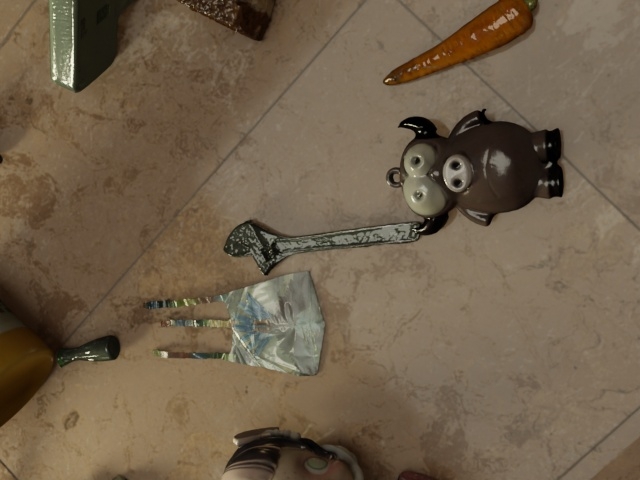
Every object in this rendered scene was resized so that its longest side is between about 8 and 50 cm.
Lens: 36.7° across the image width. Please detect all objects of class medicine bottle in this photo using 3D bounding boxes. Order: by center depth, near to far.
[{"bbox_3d":[-0.608,0.193,1.606,0.232,0.238,0.238,43,105,9],"label":"medicine bottle"}]

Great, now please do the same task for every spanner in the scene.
[{"bbox_3d":[0.000,0.000,1.522,0.325,0.026,0.093,-7,92,15],"label":"spanner"}]

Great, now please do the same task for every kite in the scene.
[{"bbox_3d":[-0.141,0.152,1.582,0.310,0.015,0.169,-8,94,16],"label":"kite"}]

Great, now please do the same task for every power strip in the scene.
[{"bbox_3d":[-0.348,-0.377,1.504,0.059,0.193,0.265,27,138,10],"label":"power strip"}]

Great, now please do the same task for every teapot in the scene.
[{"bbox_3d":[-0.400,0.192,1.648,0.110,0.043,0.043,-12,92,19],"label":"teapot"}]

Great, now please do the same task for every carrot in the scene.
[{"bbox_3d":[0.204,-0.285,1.418,0.256,0.061,0.061,-27,87,19],"label":"carrot"}]

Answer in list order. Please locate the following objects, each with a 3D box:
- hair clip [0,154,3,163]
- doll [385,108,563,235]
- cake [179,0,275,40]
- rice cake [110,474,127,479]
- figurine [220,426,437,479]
[{"bbox_3d":[-0.685,-0.159,1.696,0.275,0.048,0.083,-6,98,18],"label":"hair clip"},{"bbox_3d":[0.219,-0.098,1.399,0.257,0.117,0.182,-3,100,14],"label":"doll"},{"bbox_3d":[-0.131,-0.400,1.467,0.134,0.135,0.147,30,98,12],"label":"cake"},{"bbox_3d":[-0.263,0.489,1.632,0.256,0.052,0.057,32,74,11],"label":"rice cake"},{"bbox_3d":[0.001,0.442,1.455,0.361,0.253,0.211,21,117,6],"label":"figurine"}]
